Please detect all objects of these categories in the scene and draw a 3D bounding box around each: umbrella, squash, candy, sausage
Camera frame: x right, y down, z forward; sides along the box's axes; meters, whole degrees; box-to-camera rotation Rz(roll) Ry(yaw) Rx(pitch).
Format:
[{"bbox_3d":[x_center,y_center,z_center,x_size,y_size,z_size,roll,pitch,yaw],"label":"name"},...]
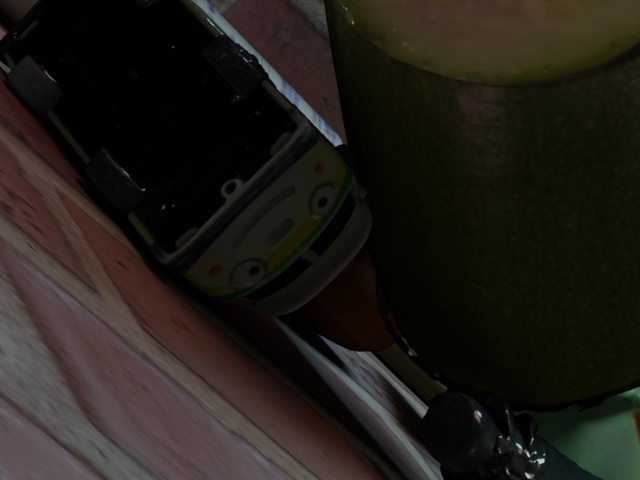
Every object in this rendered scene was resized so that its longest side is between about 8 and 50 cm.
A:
[{"bbox_3d":[0.157,0.196,1.413,0.349,0.094,0.143,39,12,-50],"label":"umbrella"},{"bbox_3d":[0.145,-0.076,1.361,0.263,0.263,0.384,48,-18,33],"label":"squash"},{"bbox_3d":[0.233,0.231,1.745,0.397,0.172,0.263,65,13,-3],"label":"candy"},{"bbox_3d":[0.001,0.002,1.581,0.133,0.133,0.258,49,3,42],"label":"sausage"}]

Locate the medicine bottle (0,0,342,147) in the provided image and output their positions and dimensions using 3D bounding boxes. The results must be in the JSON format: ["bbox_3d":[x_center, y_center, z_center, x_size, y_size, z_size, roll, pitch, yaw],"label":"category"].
[{"bbox_3d":[-0.137,-0.152,1.661,0.341,0.130,0.130,45,3,-23],"label":"medicine bottle"}]

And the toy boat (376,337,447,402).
[{"bbox_3d":[0.105,0.111,1.992,0.206,0.072,0.064,45,1,-26],"label":"toy boat"}]

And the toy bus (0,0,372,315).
[{"bbox_3d":[-0.082,-0.070,1.311,0.165,0.133,0.276,42,5,-47],"label":"toy bus"}]
